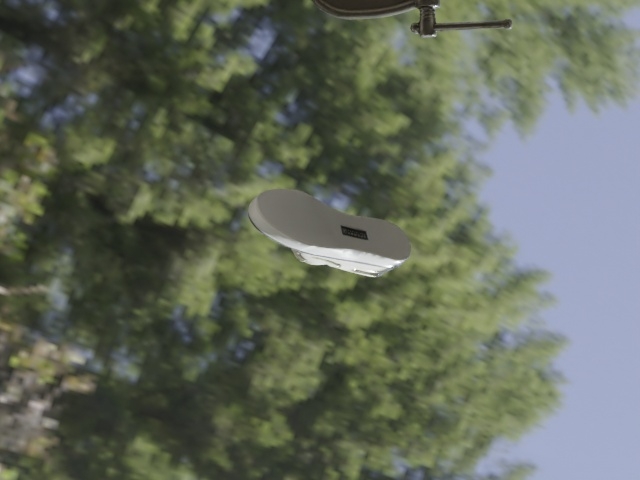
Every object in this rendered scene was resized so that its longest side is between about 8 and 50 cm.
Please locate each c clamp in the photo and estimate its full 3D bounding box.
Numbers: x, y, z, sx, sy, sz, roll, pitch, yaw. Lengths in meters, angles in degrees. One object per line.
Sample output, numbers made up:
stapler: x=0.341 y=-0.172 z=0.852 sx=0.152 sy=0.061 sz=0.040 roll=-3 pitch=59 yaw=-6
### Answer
c clamp: x=0.051 y=-0.210 z=1.326 sx=0.137 sy=0.022 sz=0.161 roll=-7 pitch=-91 yaw=13

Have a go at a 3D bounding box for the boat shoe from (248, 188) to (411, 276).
boat shoe: x=0.000 y=0.000 z=1.086 sx=0.035 sy=0.100 sz=0.035 roll=-44 pitch=-135 yaw=42
